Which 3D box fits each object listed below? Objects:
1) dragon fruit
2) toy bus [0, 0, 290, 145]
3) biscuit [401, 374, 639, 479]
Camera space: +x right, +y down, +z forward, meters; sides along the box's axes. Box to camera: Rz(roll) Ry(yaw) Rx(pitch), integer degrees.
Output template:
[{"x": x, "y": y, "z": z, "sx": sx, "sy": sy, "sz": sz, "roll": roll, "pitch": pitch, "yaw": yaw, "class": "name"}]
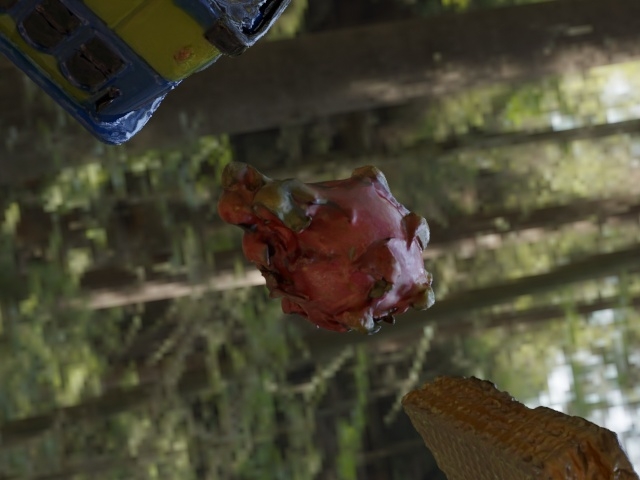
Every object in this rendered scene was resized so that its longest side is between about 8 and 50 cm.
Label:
[{"x": 0.000, "y": 0.000, "z": 1.486, "sx": 0.150, "sy": 0.207, "sz": 0.133, "roll": -53, "pitch": -163, "yaw": 15, "class": "dragon fruit"}, {"x": -0.155, "y": -0.214, "z": 1.027, "sx": 0.287, "sy": 0.175, "sz": 0.138, "roll": 43, "pitch": 47, "yaw": -16, "class": "toy bus"}, {"x": 0.140, "y": 0.158, "z": 1.241, "sx": 0.094, "sy": 0.054, "sz": 0.378, "roll": 60, "pitch": -9, "yaw": -8, "class": "biscuit"}]
